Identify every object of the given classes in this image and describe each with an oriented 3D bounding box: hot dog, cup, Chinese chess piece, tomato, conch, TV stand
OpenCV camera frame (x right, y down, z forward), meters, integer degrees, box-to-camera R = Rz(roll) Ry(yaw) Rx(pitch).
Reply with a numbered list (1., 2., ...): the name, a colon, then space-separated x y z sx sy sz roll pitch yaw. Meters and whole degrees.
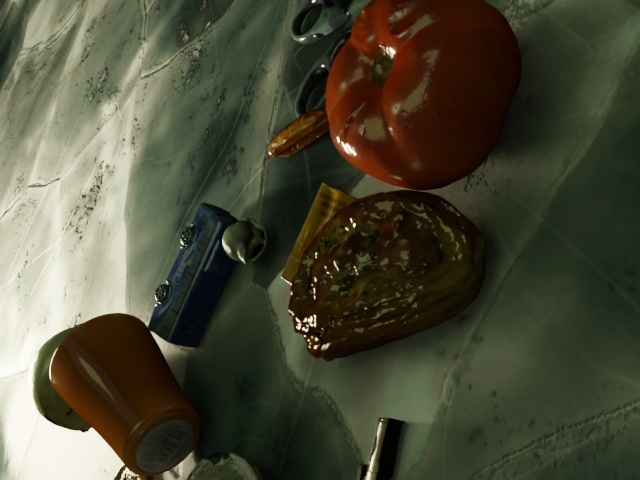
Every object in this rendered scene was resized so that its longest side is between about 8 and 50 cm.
1. hot dog: -0.032 -0.168 1.313 0.144 0.062 0.038 -28 73 45
2. cup: -0.309 0.266 1.365 0.264 0.182 0.226 38 140 43
3. Chinese chess piece: -0.418 0.243 1.488 0.083 0.188 0.188 33 99 52
4. hot dog: 0.069 0.046 1.016 0.272 0.122 0.196 -24 47 46
5. tomato: 0.121 -0.177 1.012 0.260 0.180 0.259 -32 48 43
6. conch: -0.114 0.005 1.332 0.076 0.056 0.085 -37 63 9
7. TV stand: 0.054 0.326 0.957 0.042 0.036 0.249 -3 70 54

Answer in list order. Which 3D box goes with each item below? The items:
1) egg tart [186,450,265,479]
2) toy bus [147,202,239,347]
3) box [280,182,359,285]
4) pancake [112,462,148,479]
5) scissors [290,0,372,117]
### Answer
1. egg tart: -0.152 0.404 1.140 0.234 0.094 0.234 -25 55 44
2. toy bus: -0.203 0.061 1.407 0.094 0.079 0.236 28 96 39
3. box: 0.000 0.000 1.212 0.089 0.022 0.156 33 99 55
4. pancake: -0.323 0.433 1.407 0.139 0.022 0.139 -29 50 43
5. scissors: 0.077 -0.371 1.300 0.383 0.029 0.255 -37 45 38
